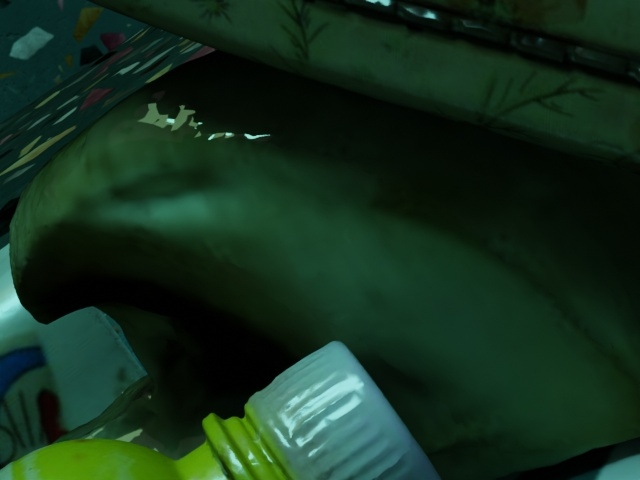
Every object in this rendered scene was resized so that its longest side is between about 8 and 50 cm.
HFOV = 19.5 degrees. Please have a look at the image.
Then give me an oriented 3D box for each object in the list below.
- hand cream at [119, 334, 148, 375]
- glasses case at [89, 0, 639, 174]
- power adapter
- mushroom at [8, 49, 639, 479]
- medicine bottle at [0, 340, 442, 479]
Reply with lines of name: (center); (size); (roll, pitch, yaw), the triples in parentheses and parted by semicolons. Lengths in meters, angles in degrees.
hand cream: (-0.106, 0.072, 1.044); (0.224, 0.048, 0.083); (-17, 21, 33)
glasses case: (0.092, -0.082, 0.568); (0.425, 0.098, 0.156); (18, 29, 26)
power adapter: (-0.182, 0.108, 0.894); (0.205, 0.130, 0.125); (-38, 15, -12)
mushroom: (0.006, -0.007, 0.742); (0.292, 0.212, 0.217); (-32, 20, 37)
medicine bottle: (-0.062, 0.118, 0.599); (0.212, 0.122, 0.122); (-35, 14, -4)
